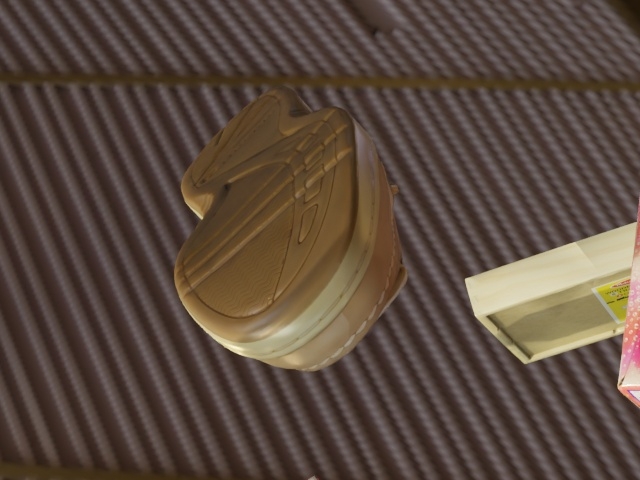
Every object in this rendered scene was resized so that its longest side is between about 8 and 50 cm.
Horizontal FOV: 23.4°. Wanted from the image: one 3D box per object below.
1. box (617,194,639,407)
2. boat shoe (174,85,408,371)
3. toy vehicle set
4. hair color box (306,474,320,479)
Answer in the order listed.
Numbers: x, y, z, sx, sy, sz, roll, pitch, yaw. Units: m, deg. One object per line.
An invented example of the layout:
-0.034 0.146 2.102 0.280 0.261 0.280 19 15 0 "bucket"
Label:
0.282 0.053 0.801 0.300 0.154 0.142 34 -119 -51 "box"
0.000 0.000 0.834 0.110 0.121 0.341 46 -172 -16 "boat shoe"
0.275 0.032 1.333 0.267 0.166 0.035 -19 -115 15 "toy vehicle set"
-0.043 0.249 1.190 0.141 0.072 0.043 -34 -70 -3 "hair color box"
